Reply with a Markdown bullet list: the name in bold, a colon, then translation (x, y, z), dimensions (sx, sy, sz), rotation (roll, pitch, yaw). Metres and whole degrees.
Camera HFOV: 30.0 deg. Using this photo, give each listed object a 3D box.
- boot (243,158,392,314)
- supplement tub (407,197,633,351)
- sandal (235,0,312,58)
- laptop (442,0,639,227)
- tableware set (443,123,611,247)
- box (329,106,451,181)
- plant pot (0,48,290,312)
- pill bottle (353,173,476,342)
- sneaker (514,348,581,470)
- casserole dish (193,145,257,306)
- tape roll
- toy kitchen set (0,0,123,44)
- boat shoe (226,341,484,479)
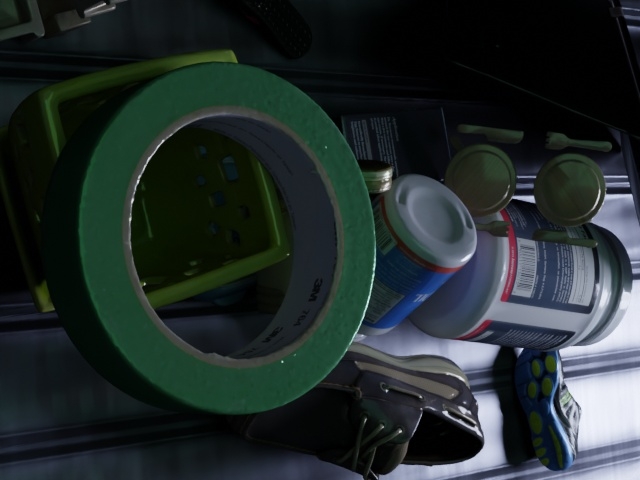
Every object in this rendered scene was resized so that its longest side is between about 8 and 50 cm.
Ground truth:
- **boot**: translation (0.000, 0.000, 1.303), dimensions (0.077, 0.213, 0.165), rotation (-10, 92, -49)
- **supplement tub**: translation (0.249, 0.042, 1.539), dimensions (0.272, 0.191, 0.191), rotation (10, 79, -36)
- **sandal**: translation (-0.073, -0.290, 1.438), dimensions (0.067, 0.040, 0.179), rotation (-54, 130, -22)
- **laptop**: translation (0.309, -0.173, 1.594), dimensions (0.382, 0.236, 0.408), rotation (-82, 161, -53)
- **tableware set**: translation (0.238, -0.067, 1.405), dimensions (0.194, 0.039, 0.128), rotation (7, 97, -7)
- **box**: translation (0.045, -0.098, 1.426), dimensions (0.158, 0.156, 0.093), rotation (-8, 89, -37)
- **plant pot**: translation (-0.197, -0.050, 1.208), dimensions (0.228, 0.207, 0.227), rotation (-19, 96, -36)
- **pill bottle**: translation (0.069, 0.033, 1.379), dimensions (0.124, 0.221, 0.124), rotation (21, 46, -24)
- **sneaker**: translation (0.319, 0.223, 1.660), dimensions (0.078, 0.067, 0.188), rotation (-12, 90, -58)
- **casserole dish**: translation (-0.117, -0.018, 1.371), dimensions (0.114, 0.037, 0.188), rotation (-17, 96, -36)
- **tape roll**: translation (-0.094, 0.000, 1.105), dimensions (0.321, 0.077, 0.321), rotation (6, 81, -37)
- **toy kitchen set**: translation (-0.312, -0.257, 1.171), dimensions (0.207, 0.166, 0.122), rotation (-26, 100, -36)
- **boat shoe**: translation (0.060, 0.203, 1.390), dimensions (0.355, 0.130, 0.132), rotation (3, 126, -36)
